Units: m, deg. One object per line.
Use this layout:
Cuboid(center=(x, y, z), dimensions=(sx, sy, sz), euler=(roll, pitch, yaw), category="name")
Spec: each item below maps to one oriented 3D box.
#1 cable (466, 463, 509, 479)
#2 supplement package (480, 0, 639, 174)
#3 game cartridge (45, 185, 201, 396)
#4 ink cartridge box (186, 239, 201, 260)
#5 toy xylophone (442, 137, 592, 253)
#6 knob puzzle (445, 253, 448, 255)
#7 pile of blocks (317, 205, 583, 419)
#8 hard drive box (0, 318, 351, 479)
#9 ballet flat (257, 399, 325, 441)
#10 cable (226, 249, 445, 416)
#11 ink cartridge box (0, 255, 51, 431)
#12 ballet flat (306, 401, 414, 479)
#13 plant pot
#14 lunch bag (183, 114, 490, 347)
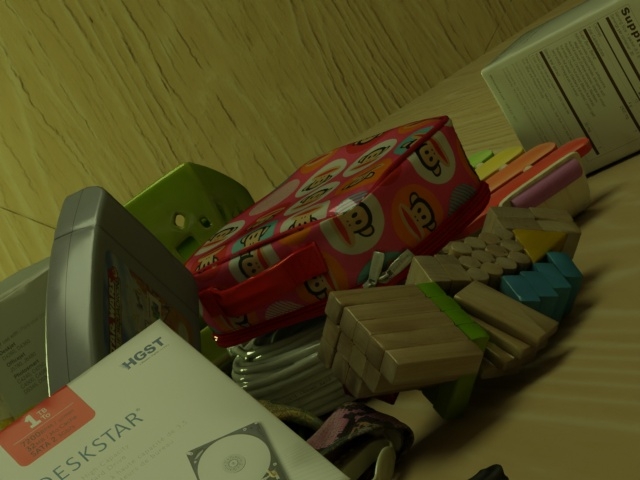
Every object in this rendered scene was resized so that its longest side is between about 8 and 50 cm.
Cuboid(center=(0.026, 0.239, 1.033), dimensions=(0.287, 0.072, 0.139), euler=(-22, -18, -47), category="cable")
Cuboid(center=(0.377, -0.215, 1.956), dimensions=(0.293, 0.175, 0.177), euler=(-26, 9, 33), category="supplement package")
Cuboid(center=(-0.170, 0.106, 1.445), dimensions=(0.062, 0.198, 0.297), euler=(-17, 55, 15), category="game cartridge")
Cuboid(center=(-0.169, 0.077, 2.217), dimensions=(0.371, 0.069, 0.175), euler=(-78, 13, -88), category="ink cartridge box")
Cuboid(center=(0.161, -0.031, 1.852), dimensions=(0.236, 0.081, 0.323), euler=(-36, 19, -28), category="toy xylophone")
Cuboid(center=(0.097, 0.042, 1.950), dimensions=(0.213, 0.030, 0.213), euler=(-31, 8, 5), category="knob puzzle")
Cuboid(center=(0.135, 0.080, 1.418), dimensions=(0.362, 0.149, 0.112), euler=(-27, -41, -50), category="pile of blocks")
Cuboid(center=(-0.109, 0.188, 1.169), dimensions=(0.181, 0.089, 0.232), euler=(-37, 47, -22), category="hard drive box")
Cuboid(center=(-0.122, 0.227, 1.288), dimensions=(0.348, 0.123, 0.123), euler=(-28, 5, -36), category="ballet flat")
Cuboid(center=(0.027, 0.098, 1.669), dimensions=(0.257, 0.089, 0.257), euler=(-30, 9, 5), category="cable")
Cuboid(center=(-0.267, 0.170, 1.656), dimensions=(0.197, 0.270, 0.198), euler=(-37, 10, -38), category="ink cartridge box")
Cuboid(center=(0.003, 0.195, 1.261), dimensions=(0.079, 0.077, 0.221), euler=(0, 26, 36), category="ballet flat")
Cuboid(center=(-0.155, 0.066, 1.906), dimensions=(0.228, 0.207, 0.227), euler=(-35, -13, 9), category="plant pot")
Cuboid(center=(0.000, 0.000, 1.612), dimensions=(0.293, 0.120, 0.258), euler=(-21, 14, 45), category="lunch bag")
